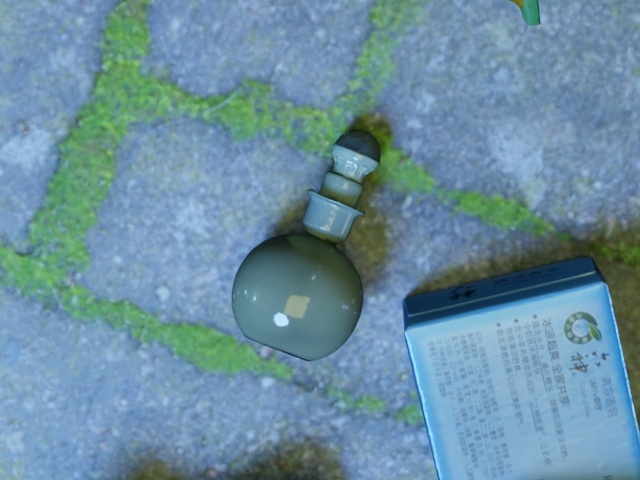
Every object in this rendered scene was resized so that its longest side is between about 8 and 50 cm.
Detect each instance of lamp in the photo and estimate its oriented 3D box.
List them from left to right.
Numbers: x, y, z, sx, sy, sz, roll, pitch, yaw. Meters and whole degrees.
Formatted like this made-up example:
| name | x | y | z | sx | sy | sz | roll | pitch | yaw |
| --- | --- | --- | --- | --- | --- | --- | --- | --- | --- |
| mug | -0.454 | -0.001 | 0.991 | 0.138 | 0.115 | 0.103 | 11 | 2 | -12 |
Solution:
| name | x | y | z | sx | sy | sz | roll | pitch | yaw |
| --- | --- | --- | --- | --- | --- | --- | --- | --- | --- |
| lamp | 0.000 | 0.000 | 1.274 | 0.091 | 0.091 | 0.163 | 22 | 90 | -4 |

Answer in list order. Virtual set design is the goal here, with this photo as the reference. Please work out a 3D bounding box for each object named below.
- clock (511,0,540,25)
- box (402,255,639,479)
| name | x | y | z | sx | sy | sz | roll | pitch | yaw |
| --- | --- | --- | --- | --- | --- | --- | --- | --- | --- |
| clock | 0.159 | -0.252 | 1.193 | 0.144 | 0.103 | 0.231 | 3 | 110 | -9 |
| box | 0.151 | 0.141 | 1.302 | 0.143 | 0.083 | 0.232 | -13 | 102 | 4 |
